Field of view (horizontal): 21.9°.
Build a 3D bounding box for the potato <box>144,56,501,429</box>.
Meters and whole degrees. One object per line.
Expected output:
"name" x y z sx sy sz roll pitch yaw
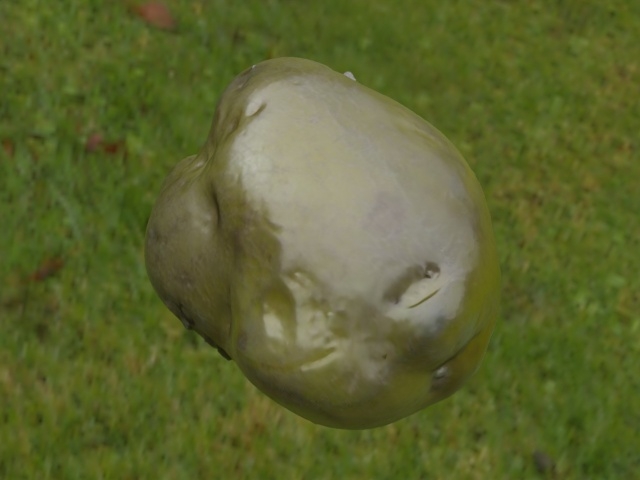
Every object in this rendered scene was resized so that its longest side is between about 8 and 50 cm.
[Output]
"potato" 0.003 0.001 0.846 0.137 0.155 0.200 -10 43 -46
